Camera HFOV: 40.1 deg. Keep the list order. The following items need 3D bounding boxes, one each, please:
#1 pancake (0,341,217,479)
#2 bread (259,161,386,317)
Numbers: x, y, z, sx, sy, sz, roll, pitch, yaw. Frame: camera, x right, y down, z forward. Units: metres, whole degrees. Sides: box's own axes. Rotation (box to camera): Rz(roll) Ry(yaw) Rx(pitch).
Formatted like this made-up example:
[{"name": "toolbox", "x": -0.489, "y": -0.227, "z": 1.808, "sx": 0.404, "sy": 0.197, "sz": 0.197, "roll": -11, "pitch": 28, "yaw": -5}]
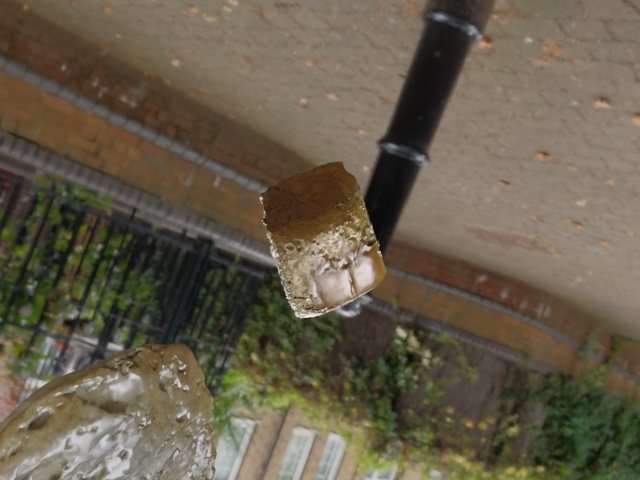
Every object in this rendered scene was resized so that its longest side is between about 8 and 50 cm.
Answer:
[{"name": "pancake", "x": -0.093, "y": 0.110, "z": 0.364, "sx": 0.025, "sy": 0.152, "sz": 0.151, "roll": 26, "pitch": 180, "yaw": 34}, {"name": "bread", "x": 0.002, "y": 0.001, "z": 0.592, "sx": 0.077, "sy": 0.070, "sz": 0.083, "roll": -110, "pitch": -1, "yaw": -53}]
